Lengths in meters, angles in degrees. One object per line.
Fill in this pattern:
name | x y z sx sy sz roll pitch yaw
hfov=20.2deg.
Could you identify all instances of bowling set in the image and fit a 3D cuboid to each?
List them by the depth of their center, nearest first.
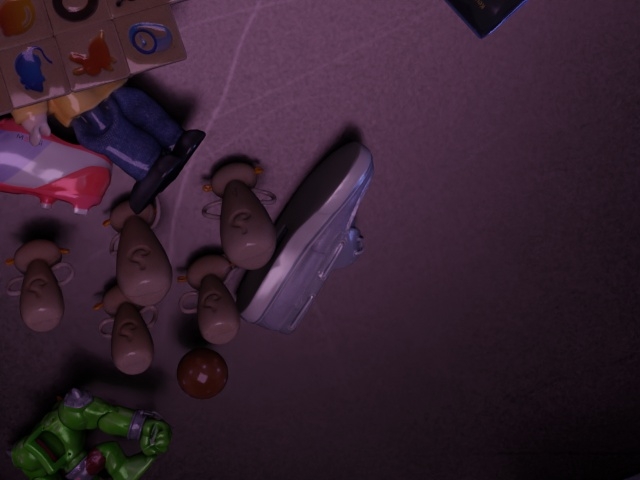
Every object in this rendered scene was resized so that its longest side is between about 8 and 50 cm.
bowling set | -0.168 0.058 1.853 0.287 0.154 0.200 -14 127 -2

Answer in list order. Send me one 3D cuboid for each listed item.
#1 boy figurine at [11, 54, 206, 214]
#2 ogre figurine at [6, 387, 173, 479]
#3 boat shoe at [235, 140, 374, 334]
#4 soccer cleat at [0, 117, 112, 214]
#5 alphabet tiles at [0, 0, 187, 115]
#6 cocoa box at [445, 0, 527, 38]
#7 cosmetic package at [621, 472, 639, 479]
boy figurine | -0.254 -0.151 1.752 0.285 0.177 0.092 38 129 -3
ogre figurine | -0.251 0.224 1.899 0.118 0.097 0.197 40 144 -11
boat shoe | 0.000 0.001 1.872 0.081 0.079 0.227 28 108 -23
soccer cleat | -0.332 -0.091 1.810 0.248 0.083 0.095 13 85 -8
alphabet tiles | -0.278 -0.271 1.702 0.343 0.011 0.285 -18 83 -10
cocoa box | 0.121 -0.393 1.625 0.228 0.231 0.347 -42 95 18
cosmetic package | 0.476 0.428 1.921 0.394 0.327 0.329 -21 108 1
